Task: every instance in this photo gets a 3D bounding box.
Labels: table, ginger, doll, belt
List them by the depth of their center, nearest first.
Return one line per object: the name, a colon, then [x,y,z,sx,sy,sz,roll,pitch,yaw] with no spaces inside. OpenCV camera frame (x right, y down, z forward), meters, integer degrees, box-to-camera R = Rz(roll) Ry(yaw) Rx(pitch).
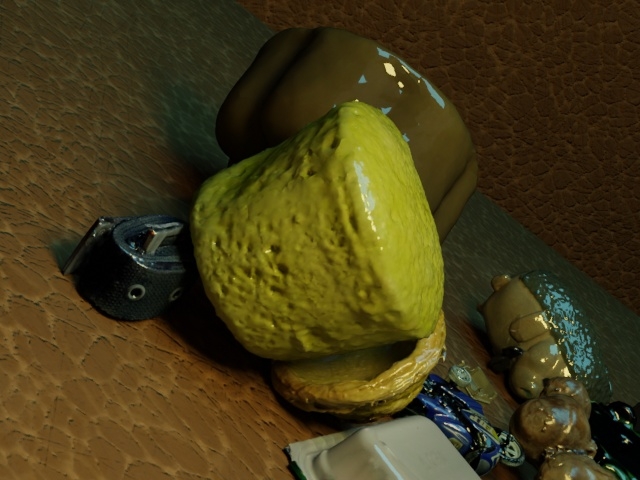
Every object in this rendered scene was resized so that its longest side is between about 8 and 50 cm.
belt: [-0.228,0.023,1.579,0.122,0.128,0.218,43,16,13]
ginger: [0.430,0.374,2.036,0.244,0.155,0.304,24,49,-48]
table: [0.261,0.275,2.113,0.062,0.083,0.079,25,27,-46]
doll: [0.470,0.227,2.468,0.247,0.247,0.349,17,38,-54]

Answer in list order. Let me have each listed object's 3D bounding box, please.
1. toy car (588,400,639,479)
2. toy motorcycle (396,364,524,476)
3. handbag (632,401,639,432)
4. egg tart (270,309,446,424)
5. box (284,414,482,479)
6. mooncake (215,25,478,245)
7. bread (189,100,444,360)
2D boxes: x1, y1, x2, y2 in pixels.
toy car: [0.591,0.474,2.225,0.359,0.176,0.213,41,34,19]
toy motorcycle: [0.205,0.295,1.919,0.315,0.113,0.169,35,26,-3]
handbag: [0.710,0.484,2.340,0.118,0.269,0.325,2,53,-57]
egg tart: [0.063,0.182,1.734,0.294,0.294,0.123,-95,170,-64]
box: [0.124,0.346,1.638,0.264,0.106,0.337,50,20,19]
mooncake: [0.035,-0.139,2.014,0.467,0.262,0.467,34,-21,15]
bread: [0.000,0.000,1.615,0.348,0.308,0.348,-18,90,-78]
